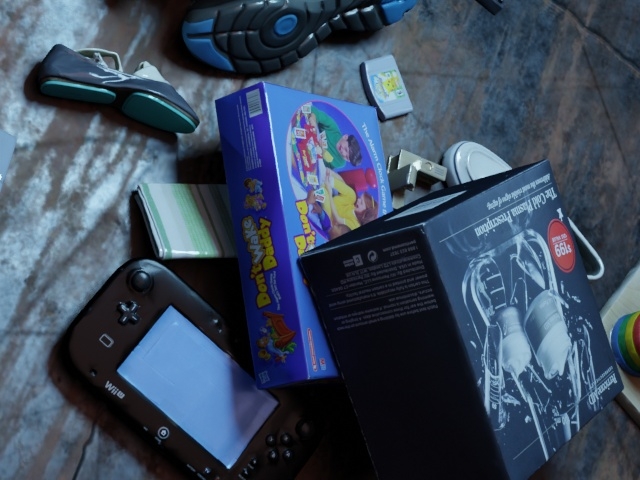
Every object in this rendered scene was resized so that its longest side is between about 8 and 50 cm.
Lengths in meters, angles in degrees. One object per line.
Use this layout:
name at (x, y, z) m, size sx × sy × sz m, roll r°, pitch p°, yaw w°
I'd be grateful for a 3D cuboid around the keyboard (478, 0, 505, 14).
keyboard at (0.192, -0.392, 2.056) m, size 0.180 × 0.023 × 0.108 m, roll 35°, pitch 62°, yaw -16°

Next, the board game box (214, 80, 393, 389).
board game box at (0.000, 0.000, 1.754) m, size 0.233 × 0.078 × 0.347 m, roll 6°, pitch 72°, yaw -53°

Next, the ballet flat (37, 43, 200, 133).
ballet flat at (-0.233, -0.186, 1.730) m, size 0.203 × 0.074 × 0.074 m, roll 15°, pitch 69°, yaw -23°

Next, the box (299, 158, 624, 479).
box at (0.180, 0.102, 1.736) m, size 0.343 × 0.179 × 0.312 m, roll -26°, pitch 99°, yaw -54°

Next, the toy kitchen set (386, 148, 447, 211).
toy kitchen set at (0.128, -0.070, 1.903) m, size 0.075 × 0.068 × 0.083 m, roll 21°, pitch 67°, yaw -24°

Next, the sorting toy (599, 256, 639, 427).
sorting toy at (0.524, 0.153, 2.055) m, size 0.257 × 0.089 × 0.255 m, roll 48°, pitch 59°, yaw -10°

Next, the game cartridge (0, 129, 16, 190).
game cartridge at (-0.396, 0.031, 1.501) m, size 0.060 × 0.196 × 0.294 m, roll 25°, pitch 65°, yaw -23°

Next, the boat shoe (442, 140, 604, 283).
boat shoe at (0.276, -0.035, 1.965) m, size 0.267 × 0.088 × 0.096 m, roll 50°, pitch 59°, yaw -9°

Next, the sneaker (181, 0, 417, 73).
sneaker at (-0.038, -0.313, 1.868) m, size 0.341 × 0.125 × 0.139 m, roll -19°, pitch 59°, yaw -29°

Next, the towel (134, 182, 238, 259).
towel at (-0.139, -0.020, 1.743) m, size 0.152 × 0.023 × 0.113 m, roll 0°, pitch 52°, yaw -32°

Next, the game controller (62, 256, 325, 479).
game controller at (-0.143, 0.169, 1.683) m, size 0.319 × 0.067 × 0.166 m, roll 43°, pitch 60°, yaw -12°

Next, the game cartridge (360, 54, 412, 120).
game cartridge at (0.086, -0.203, 1.947) m, size 0.056 × 0.017 × 0.083 m, roll -19°, pitch 86°, yaw -29°
